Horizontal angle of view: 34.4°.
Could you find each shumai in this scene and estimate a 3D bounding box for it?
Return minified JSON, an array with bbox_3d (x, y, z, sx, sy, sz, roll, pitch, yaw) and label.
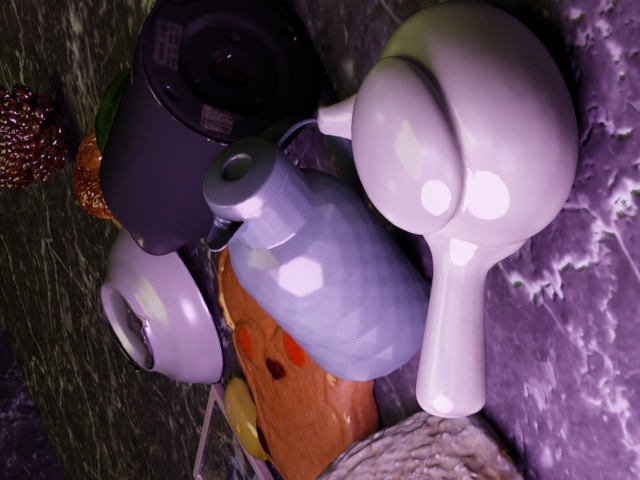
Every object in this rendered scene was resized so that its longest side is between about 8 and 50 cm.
[{"bbox_3d":[0.132,0.359,1.082,0.263,0.304,0.309,45,164,-26],"label":"shumai"}]

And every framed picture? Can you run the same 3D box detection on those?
[{"bbox_3d":[-0.131,0.427,1.713,0.324,0.020,0.240,54,140,41],"label":"framed picture"}]

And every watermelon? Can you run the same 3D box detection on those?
[{"bbox_3d":[-0.276,-0.171,1.569,0.204,0.127,0.232,36,131,56],"label":"watermelon"}]

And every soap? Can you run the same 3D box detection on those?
[{"bbox_3d":[-0.114,0.279,1.621,0.140,0.045,0.089,56,146,30],"label":"soap"}]

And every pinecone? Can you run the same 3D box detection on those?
[{"bbox_3d":[-0.629,-0.208,2.162,0.221,0.221,0.221,42,141,46],"label":"pinecone"}]

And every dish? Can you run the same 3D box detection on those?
[{"bbox_3d":[-0.293,0.127,1.761,0.316,0.106,0.316,40,146,35],"label":"dish"}]

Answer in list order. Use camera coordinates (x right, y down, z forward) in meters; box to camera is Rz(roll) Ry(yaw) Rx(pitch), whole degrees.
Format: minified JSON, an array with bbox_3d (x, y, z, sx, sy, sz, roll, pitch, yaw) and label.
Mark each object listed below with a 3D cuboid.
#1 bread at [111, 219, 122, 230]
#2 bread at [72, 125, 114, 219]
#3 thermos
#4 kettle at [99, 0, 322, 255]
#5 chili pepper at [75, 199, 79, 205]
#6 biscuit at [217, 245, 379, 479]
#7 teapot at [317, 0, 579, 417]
[{"bbox_3d":[-0.360,-0.085,1.860,0.178,0.060,0.139,45,143,43],"label":"bread"},{"bbox_3d":[-0.352,-0.123,1.743,0.193,0.064,0.193,-12,72,39],"label":"bread"},{"bbox_3d":[0.000,0.000,0.993,0.145,0.182,0.286,9,151,36],"label":"thermos"},{"bbox_3d":[-0.158,-0.158,1.229,0.308,0.203,0.262,-46,62,58],"label":"kettle"},{"bbox_3d":[-0.519,-0.100,2.216,0.030,0.017,0.083,61,153,26],"label":"chili pepper"},{"bbox_3d":[-0.033,0.155,1.367,0.349,0.078,0.455,-1,105,59],"label":"biscuit"},{"bbox_3d":[0.120,-0.032,0.839,0.318,0.149,0.220,68,156,11],"label":"teapot"}]
